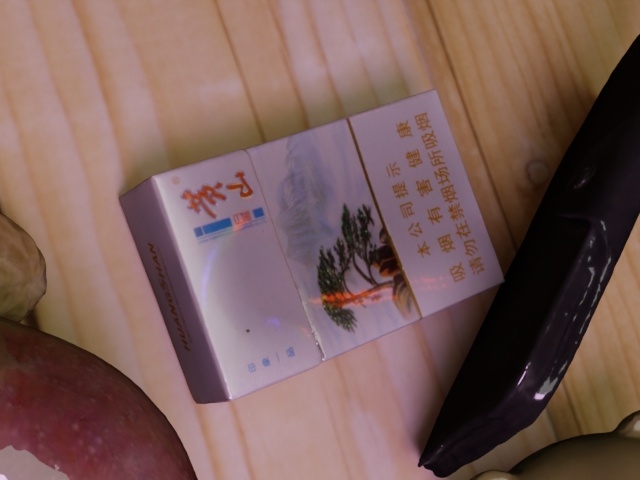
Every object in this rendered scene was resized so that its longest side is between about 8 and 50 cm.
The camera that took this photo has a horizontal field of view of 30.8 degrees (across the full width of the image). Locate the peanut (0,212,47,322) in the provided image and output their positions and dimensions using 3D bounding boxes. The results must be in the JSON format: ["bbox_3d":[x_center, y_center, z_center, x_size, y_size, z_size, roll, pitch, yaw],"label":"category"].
[{"bbox_3d":[-0.236,0.005,0.647,0.174,0.080,0.080,14,72,-26],"label":"peanut"}]

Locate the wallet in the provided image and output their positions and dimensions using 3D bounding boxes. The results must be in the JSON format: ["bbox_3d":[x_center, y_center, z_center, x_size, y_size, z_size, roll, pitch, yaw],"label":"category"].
[{"bbox_3d":[0.178,-0.007,0.816,0.051,0.197,0.377,30,64,2],"label":"wallet"}]

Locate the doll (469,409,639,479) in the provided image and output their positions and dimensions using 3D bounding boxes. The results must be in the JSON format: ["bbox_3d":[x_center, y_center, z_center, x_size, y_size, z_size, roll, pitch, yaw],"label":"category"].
[{"bbox_3d":[0.207,0.256,0.783,0.177,0.161,0.260,-20,90,-9],"label":"doll"}]

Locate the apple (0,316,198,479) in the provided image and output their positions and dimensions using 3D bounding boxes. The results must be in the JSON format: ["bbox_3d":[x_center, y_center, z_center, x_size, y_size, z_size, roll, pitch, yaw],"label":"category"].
[{"bbox_3d":[-0.182,0.165,0.543,0.306,0.235,0.305,13,64,-29],"label":"apple"}]

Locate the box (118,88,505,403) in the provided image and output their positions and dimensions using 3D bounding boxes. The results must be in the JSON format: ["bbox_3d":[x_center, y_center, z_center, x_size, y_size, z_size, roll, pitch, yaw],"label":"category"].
[{"bbox_3d":[-0.001,0.000,0.785,0.233,0.067,0.149,-21,88,-30],"label":"box"}]
